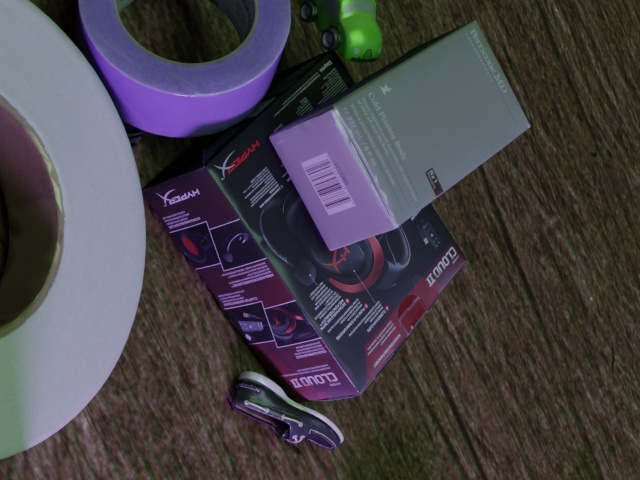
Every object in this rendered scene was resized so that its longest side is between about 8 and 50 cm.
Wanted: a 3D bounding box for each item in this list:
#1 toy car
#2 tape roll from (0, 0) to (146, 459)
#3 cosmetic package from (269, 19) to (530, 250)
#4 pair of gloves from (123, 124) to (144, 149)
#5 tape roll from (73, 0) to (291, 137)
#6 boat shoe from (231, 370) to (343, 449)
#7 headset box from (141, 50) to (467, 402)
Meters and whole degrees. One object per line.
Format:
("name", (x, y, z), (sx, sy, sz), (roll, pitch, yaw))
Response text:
("toy car", (-0.005, -0.263, 1.288), (0.239, 0.053, 0.225), (-8, 50, -41))
("tape roll", (-0.298, -0.021, 0.998), (0.392, 0.072, 0.392), (13, 73, -48))
("cosmetic package", (0.079, -0.102, 1.218), (0.238, 0.107, 0.127), (-37, 101, -39))
("pair of gloves", (-0.199, -0.117, 1.187), (0.074, 0.010, 0.083), (-23, 96, -42))
("tape roll", (-0.125, -0.193, 1.170), (0.189, 0.080, 0.189), (5, 67, -11))
("boat shoe", (-0.032, 0.172, 1.243), (0.125, 0.046, 0.038), (39, 57, -25))
("headset box", (0.000, 0.000, 1.267), (0.293, 0.110, 0.218), (56, 50, -17))
